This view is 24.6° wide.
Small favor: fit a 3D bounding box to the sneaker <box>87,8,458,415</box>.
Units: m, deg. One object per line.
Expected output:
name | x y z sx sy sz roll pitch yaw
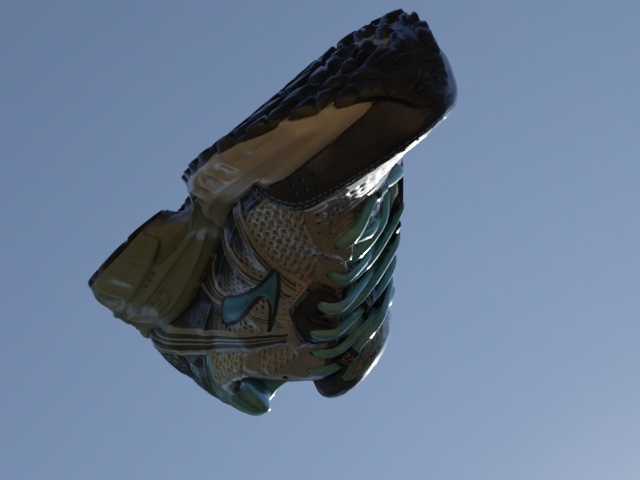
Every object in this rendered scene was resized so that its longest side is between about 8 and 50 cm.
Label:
sneaker | 0.000 0.000 0.664 0.122 0.110 0.283 49 -31 0
